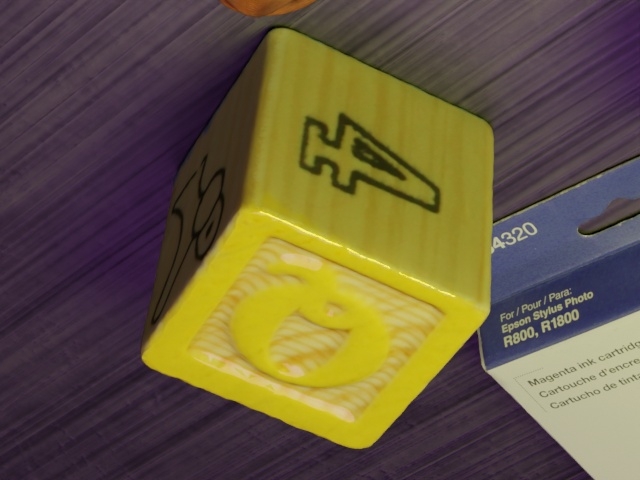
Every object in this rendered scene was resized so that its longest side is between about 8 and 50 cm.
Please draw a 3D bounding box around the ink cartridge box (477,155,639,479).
[{"bbox_3d":[0.305,0.071,1.457,0.324,0.071,0.330,-26,128,30],"label":"ink cartridge box"}]

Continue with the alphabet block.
[{"bbox_3d":[0.000,0.000,1.332,0.193,0.197,0.192,22,134,-15],"label":"alphabet block"}]

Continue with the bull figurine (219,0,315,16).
[{"bbox_3d":[-0.052,-0.270,1.133,0.188,0.101,0.310,-17,136,14],"label":"bull figurine"}]
